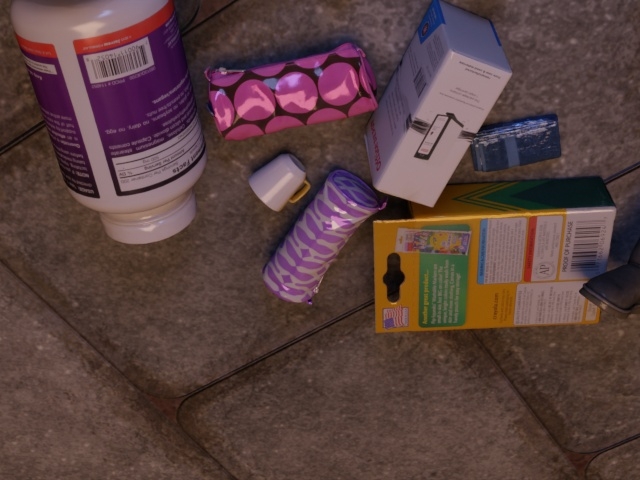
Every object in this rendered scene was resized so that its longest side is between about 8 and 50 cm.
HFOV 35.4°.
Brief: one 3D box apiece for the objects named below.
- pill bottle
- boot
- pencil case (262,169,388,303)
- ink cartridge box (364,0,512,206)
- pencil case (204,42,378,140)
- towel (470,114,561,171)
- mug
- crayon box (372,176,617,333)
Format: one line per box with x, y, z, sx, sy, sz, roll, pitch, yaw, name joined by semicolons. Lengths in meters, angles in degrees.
-0.240;-0.161;1.203;0.181;0.181;0.323;-6;126;3;pill bottle
0.441;-0.001;1.331;0.189;0.076;0.208;-4;128;-55;boot
0.000;0.000;1.381;0.088;0.086;0.206;32;121;-5;pencil case
0.137;-0.167;1.227;0.086;0.148;0.203;17;125;-16;ink cartridge box
-0.036;-0.188;1.247;0.209;0.095;0.098;-12;110;4;pencil case
0.259;-0.126;1.332;0.119;0.029;0.067;-11;126;7;towel
-0.051;-0.083;1.348;0.064;0.078;0.062;-42;84;16;mug
0.233;0.023;1.406;0.323;0.083;0.203;-3;126;0;crayon box
